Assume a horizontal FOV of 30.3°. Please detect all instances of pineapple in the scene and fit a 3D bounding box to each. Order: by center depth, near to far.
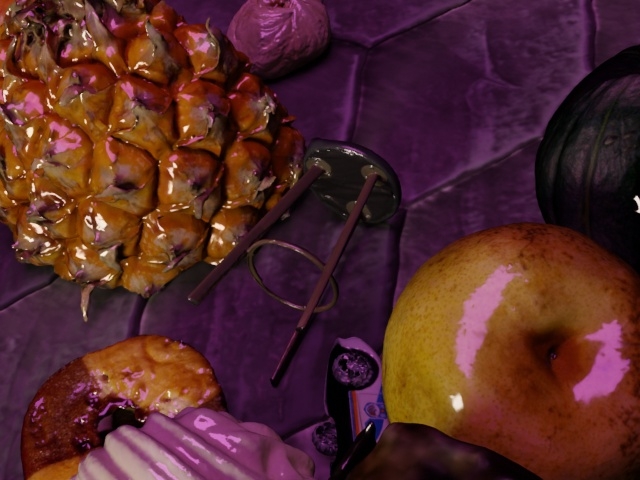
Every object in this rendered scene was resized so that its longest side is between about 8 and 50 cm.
[{"bbox_3d":[-0.213,-0.095,1.003,0.344,0.286,0.209,1,48,22],"label":"pineapple"}]

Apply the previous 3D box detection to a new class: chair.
[{"bbox_3d":[-0.001,0.000,0.958,0.095,0.104,0.221,-17,32,43],"label":"chair"}]

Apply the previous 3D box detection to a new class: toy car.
[{"bbox_3d":[0.030,0.156,0.813,0.056,0.095,0.205,4,43,-9],"label":"toy car"}]

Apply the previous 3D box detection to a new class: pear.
[{"bbox_3d":[0.134,0.090,0.776,0.197,0.197,0.197,-10,45,11],"label":"pear"}]

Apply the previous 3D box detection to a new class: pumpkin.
[{"bbox_3d":[0.273,-0.067,0.853,0.250,0.216,0.250,-15,15,4],"label":"pumpkin"}]

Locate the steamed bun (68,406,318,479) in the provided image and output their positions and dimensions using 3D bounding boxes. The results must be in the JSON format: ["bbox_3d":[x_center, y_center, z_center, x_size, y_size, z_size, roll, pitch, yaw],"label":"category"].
[{"bbox_3d":[-0.076,0.193,0.743,0.183,0.183,0.106,-18,15,3],"label":"steamed bun"}]

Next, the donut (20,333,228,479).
[{"bbox_3d":[-0.139,0.159,0.884,0.166,0.073,0.184,-32,45,-11],"label":"donut"}]

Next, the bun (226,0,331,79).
[{"bbox_3d":[-0.048,-0.220,1.215,0.115,0.069,0.115,-12,44,11],"label":"bun"}]

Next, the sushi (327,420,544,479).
[{"bbox_3d":[0.044,0.259,0.554,0.294,0.299,0.281,-40,58,-15],"label":"sushi"}]

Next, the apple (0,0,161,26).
[{"bbox_3d":[-0.261,-0.210,1.216,0.209,0.164,0.209,-12,43,11],"label":"apple"}]
